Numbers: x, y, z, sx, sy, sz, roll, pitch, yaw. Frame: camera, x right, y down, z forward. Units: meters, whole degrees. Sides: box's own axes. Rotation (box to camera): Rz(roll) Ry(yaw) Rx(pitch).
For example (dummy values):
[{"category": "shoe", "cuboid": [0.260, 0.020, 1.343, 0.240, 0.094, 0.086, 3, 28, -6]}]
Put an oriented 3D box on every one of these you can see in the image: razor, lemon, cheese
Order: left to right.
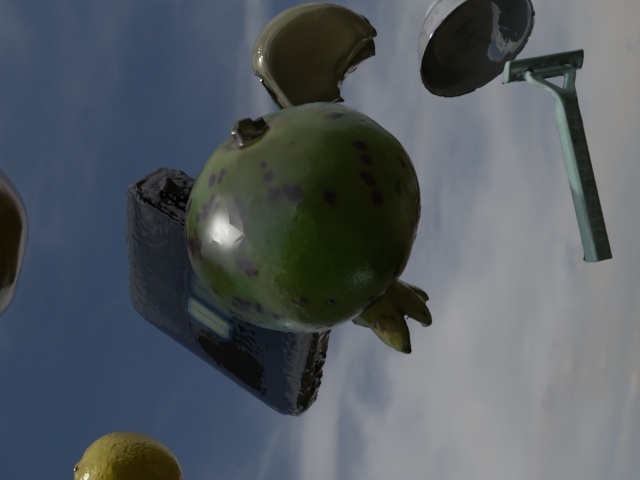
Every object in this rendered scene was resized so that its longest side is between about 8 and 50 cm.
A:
[{"category": "lemon", "cuboid": [-0.335, 0.429, 1.463, 0.178, 0.203, 0.178, -60, 16, 30]}, {"category": "cheese", "cuboid": [-0.007, -0.296, 1.330, 0.175, 0.203, 0.091, 56, -172, -6]}, {"category": "razor", "cuboid": [0.325, -0.108, 1.062, 0.056, 0.111, 0.277, 137, 120, -75]}]

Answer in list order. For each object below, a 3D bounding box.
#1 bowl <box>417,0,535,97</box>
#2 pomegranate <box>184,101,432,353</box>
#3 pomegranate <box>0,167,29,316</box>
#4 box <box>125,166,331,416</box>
[{"category": "bowl", "cuboid": [0.206, -0.305, 1.196, 0.189, 0.086, 0.189, -21, -33, -14]}, {"category": "pomegranate", "cuboid": [0.000, 0.000, 0.724, 0.263, 0.211, 0.211, 53, -133, -25]}, {"category": "pomegranate", "cuboid": [-0.522, -0.001, 1.077, 0.319, 0.319, 0.319, -31, -55, -58]}, {"category": "box", "cuboid": [-0.142, 0.086, 1.250, 0.091, 0.359, 0.350, -44, -22, -36]}]
